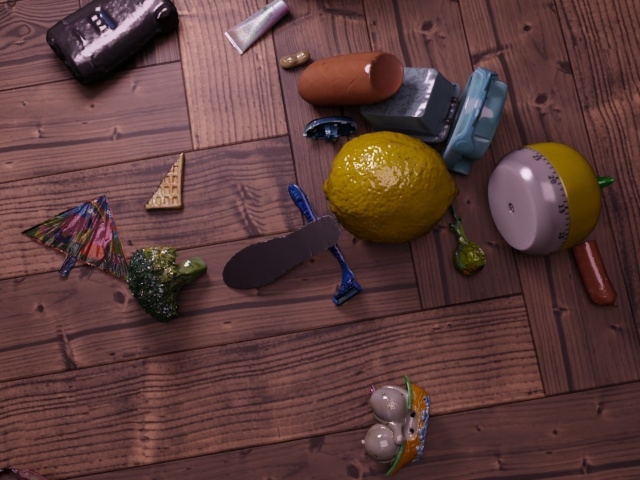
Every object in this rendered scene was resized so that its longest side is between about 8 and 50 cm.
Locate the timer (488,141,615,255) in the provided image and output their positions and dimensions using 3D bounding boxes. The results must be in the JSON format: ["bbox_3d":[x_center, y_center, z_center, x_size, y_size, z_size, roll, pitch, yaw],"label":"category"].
[{"bbox_3d":[0.560,-0.110,1.695,0.285,0.285,0.285,0,79,1],"label":"timer"}]

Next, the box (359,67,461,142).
[{"bbox_3d":[0.216,-0.333,1.770,0.227,0.130,0.162,13,78,37],"label":"box"}]

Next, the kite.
[{"bbox_3d":[-0.583,-0.012,1.822,0.321,0.016,0.234,23,79,5],"label":"kite"}]

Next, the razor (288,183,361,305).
[{"bbox_3d":[0.009,-0.002,1.789,0.056,0.093,0.324,-14,71,-43],"label":"razor"}]

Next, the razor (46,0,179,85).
[{"bbox_3d":[-0.532,-0.552,1.874,0.327,0.107,0.189,-37,80,-7],"label":"razor"}]

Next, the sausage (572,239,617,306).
[{"bbox_3d":[0.663,0.086,1.749,0.065,0.065,0.169,-16,80,-2],"label":"sausage"}]

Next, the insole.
[{"bbox_3d":[-0.097,0.032,1.769,0.322,0.007,0.109,-26,76,9],"label":"insole"}]

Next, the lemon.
[{"bbox_3d":[0.165,-0.125,1.698,0.321,0.268,0.268,-6,79,4],"label":"lemon"}]

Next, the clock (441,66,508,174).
[{"bbox_3d":[0.368,-0.288,1.717,0.094,0.274,0.224,19,82,2],"label":"clock"}]

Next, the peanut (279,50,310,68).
[{"bbox_3d":[-0.065,-0.470,1.884,0.083,0.037,0.037,-22,79,1],"label":"peanut"}]

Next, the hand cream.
[{"bbox_3d":[-0.164,-0.569,1.905,0.174,0.047,0.076,-37,81,3],"label":"hand cream"}]

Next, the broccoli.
[{"bbox_3d":[-0.364,0.088,1.748,0.194,0.194,0.219,-42,58,-6],"label":"broccoli"}]

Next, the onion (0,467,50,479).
[{"bbox_3d":[-0.669,0.669,1.640,0.280,0.146,0.314,-40,80,19],"label":"onion"}]

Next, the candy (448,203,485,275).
[{"bbox_3d":[0.337,-0.039,1.783,0.077,0.073,0.262,-19,73,9],"label":"candy"}]

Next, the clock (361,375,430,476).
[{"bbox_3d":[0.173,0.426,1.674,0.144,0.103,0.231,9,77,5],"label":"clock"}]

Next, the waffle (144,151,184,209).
[{"bbox_3d":[-0.393,-0.152,1.837,0.097,0.023,0.153,1,81,1],"label":"waffle"}]

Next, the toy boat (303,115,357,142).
[{"bbox_3d":[0.024,-0.278,1.832,0.137,0.060,0.061,-2,58,-3],"label":"toy boat"}]

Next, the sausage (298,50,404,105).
[{"bbox_3d":[0.062,-0.386,1.749,0.121,0.304,0.121,-5,99,-37],"label":"sausage"}]
